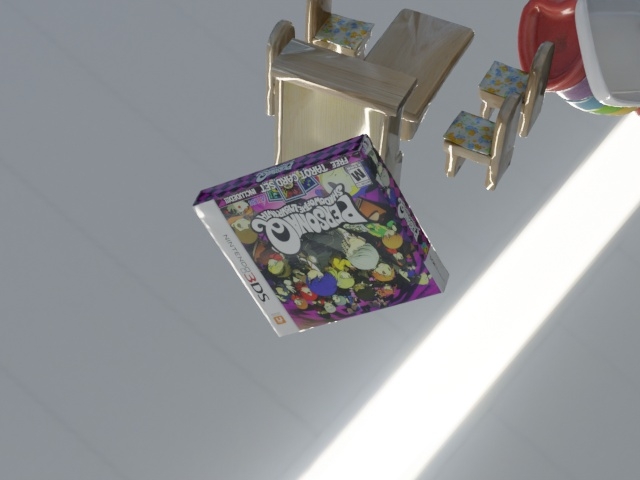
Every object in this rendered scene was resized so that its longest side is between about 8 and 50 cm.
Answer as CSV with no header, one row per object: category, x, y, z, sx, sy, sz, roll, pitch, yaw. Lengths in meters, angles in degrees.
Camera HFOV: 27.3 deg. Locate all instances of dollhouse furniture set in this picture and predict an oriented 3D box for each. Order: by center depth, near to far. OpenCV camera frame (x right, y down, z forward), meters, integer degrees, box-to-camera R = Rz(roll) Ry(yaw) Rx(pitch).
dollhouse furniture set,0.091,-0.221,1.798,0.362,0.256,0.394,20,-132,16

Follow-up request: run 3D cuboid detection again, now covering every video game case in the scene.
video game case,0.000,0.000,1.523,0.210,0.232,0.042,58,-148,-26

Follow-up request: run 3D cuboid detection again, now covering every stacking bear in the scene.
stacking bear,0.467,-0.271,2.070,0.289,0.175,0.164,16,-99,-35

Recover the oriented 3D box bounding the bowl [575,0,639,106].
bowl,0.343,-0.210,1.450,0.142,0.053,0.142,-6,-102,-25
